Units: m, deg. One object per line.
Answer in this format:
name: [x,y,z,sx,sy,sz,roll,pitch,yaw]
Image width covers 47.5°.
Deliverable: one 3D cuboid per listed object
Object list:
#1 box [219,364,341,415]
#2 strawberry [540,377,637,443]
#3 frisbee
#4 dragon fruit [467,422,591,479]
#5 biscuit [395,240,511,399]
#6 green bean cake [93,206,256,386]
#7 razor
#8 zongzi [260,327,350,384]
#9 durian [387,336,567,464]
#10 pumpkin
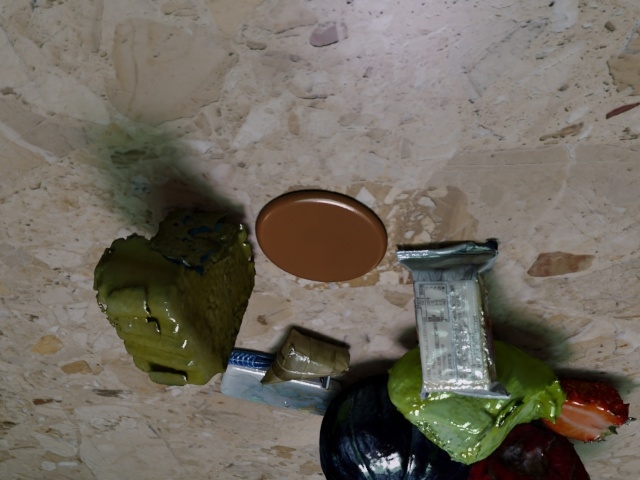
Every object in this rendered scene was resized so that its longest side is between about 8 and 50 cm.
box: [-0.098,0.359,1.773,0.284,0.044,0.142,14,135,-5]
strawberry: [0.558,0.367,1.616,0.228,0.098,0.174,12,138,2]
frisbee: [0.000,0.000,1.358,0.250,0.021,0.251,5,138,5]
dragon fruit: [0.481,0.584,1.716,0.329,0.329,0.329,5,139,5]
biscuit: [0.252,0.157,1.354,0.185,0.079,0.309,-6,99,19]
green bean cake: [-0.257,0.063,1.270,0.201,0.310,0.285,5,136,17]
razor: [-0.098,0.287,1.689,0.253,0.042,0.082,7,97,4]
zongzi: [-0.031,0.291,1.636,0.160,0.078,0.176,22,124,-11]
durian: [0.307,0.307,1.484,0.339,0.256,0.204,33,157,20]
pumpkin: [0.174,0.470,1.680,0.363,0.266,0.364,4,135,4]
